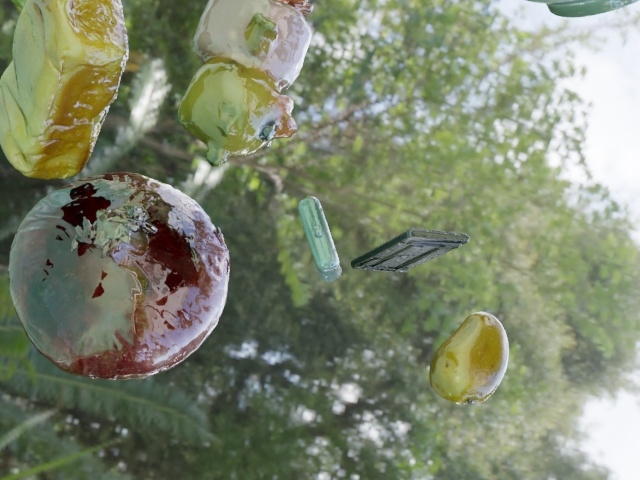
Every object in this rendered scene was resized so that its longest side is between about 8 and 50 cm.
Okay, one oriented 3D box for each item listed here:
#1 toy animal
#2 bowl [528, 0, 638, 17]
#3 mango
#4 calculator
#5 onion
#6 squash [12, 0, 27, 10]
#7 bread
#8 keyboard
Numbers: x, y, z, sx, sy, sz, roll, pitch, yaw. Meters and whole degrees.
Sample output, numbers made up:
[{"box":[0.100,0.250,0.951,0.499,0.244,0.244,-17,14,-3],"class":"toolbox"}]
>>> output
[{"box":[-0.105,-0.236,1.555,0.195,0.169,0.281,107,-8,-80],"class":"toy animal"},{"box":[0.364,-0.421,1.480,0.354,0.185,0.354,-20,-154,10],"class":"bowl"},{"box":[0.166,0.130,1.219,0.060,0.080,0.114,99,13,-53],"class":"mango"},{"box":[0.000,0.000,2.031,0.246,0.045,0.141,77,-5,-82],"class":"calculator"},{"box":[-0.310,0.034,1.675,0.285,0.348,0.347,101,-9,-60],"class":"onion"},{"box":[-0.564,-0.483,1.978,0.201,0.066,0.066,67,20,-56],"class":"squash"},{"box":[-0.375,-0.228,1.580,0.294,0.132,0.166,-52,-128,41],"class":"bread"},{"box":[0.085,0.012,1.104,0.204,0.061,0.013,144,-50,-74],"class":"keyboard"}]
